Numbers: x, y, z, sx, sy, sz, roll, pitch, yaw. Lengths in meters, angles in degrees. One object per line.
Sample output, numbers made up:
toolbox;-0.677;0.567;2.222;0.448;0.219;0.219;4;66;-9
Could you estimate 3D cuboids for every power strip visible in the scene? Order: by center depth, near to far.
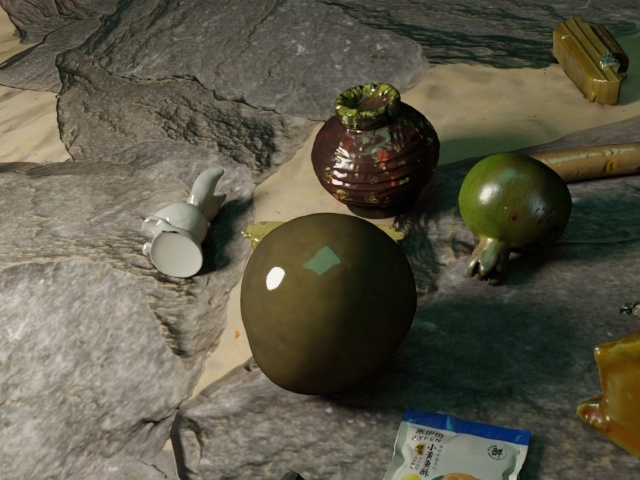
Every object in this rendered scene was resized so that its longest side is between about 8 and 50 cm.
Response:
power strip;0.000;0.000;1.424;0.305;0.044;0.064;2;40;16

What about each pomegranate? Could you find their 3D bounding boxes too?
pomegranate;0.294;-0.046;1.300;0.210;0.179;0.179;-35;41;-8

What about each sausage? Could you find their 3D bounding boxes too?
sausage;0.441;-0.132;1.451;0.301;0.066;0.066;-8;38;3

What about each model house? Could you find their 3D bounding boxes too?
model house;0.462;0.147;0.945;0.268;0.239;0.173;-20;39;-7

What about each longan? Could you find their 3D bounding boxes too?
longan;0.011;0.088;1.132;0.258;0.258;0.258;-8;38;6

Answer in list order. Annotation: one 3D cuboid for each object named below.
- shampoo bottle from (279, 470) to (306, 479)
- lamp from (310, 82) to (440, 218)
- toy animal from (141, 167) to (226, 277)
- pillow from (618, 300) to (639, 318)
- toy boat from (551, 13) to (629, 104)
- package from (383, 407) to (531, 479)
shampoo bottle;-0.066;0.349;1.009;0.048;0.027;0.137;13;44;32
lamp;0.098;-0.164;1.457;0.247;0.247;0.247;-8;38;6
toy animal;-0.252;-0.042;1.495;0.131;0.104;0.221;-3;38;14
pillow;0.516;0.082;1.047;0.169;0.255;0.059;-3;77;-7
toy boat;0.582;-0.392;1.717;0.115;0.089;0.310;-9;37;0
package;0.166;0.293;1.016;0.171;0.027;0.173;5;44;21
